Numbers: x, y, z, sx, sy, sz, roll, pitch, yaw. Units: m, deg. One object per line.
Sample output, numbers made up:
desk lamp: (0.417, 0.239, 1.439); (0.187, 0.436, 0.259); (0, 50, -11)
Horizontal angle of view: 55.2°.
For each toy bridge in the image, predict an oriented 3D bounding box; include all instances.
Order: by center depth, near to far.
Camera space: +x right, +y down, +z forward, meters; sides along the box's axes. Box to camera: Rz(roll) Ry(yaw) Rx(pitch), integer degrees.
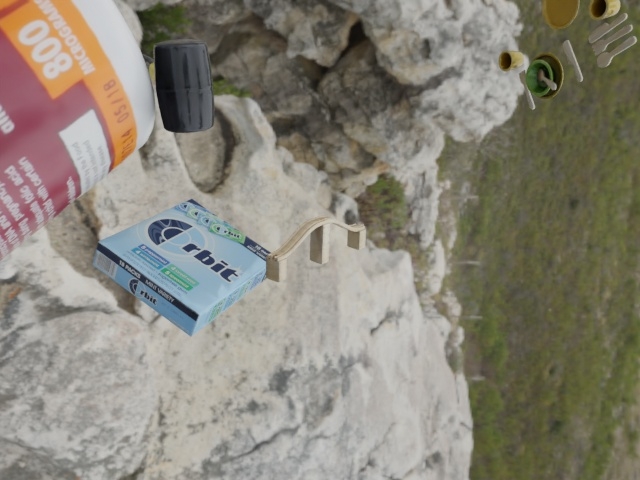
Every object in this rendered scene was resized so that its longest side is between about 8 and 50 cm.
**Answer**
toy bridge: (0.000, 0.000, 0.839); (0.188, 0.026, 0.063); (-20, 119, -45)

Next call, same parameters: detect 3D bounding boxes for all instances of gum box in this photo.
gum box: (-0.167, 0.026, 0.793); (0.184, 0.157, 0.041); (-39, 159, -56)

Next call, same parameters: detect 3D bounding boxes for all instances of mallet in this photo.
mallet: (-0.127, -0.141, 0.478); (0.039, 0.189, 0.062); (-12, 124, -25)

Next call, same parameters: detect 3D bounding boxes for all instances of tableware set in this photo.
tableware set: (0.236, -0.205, 0.614); (0.024, 0.154, 0.104); (-13, 82, -23)

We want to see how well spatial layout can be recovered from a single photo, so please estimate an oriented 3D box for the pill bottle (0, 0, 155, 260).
pill bottle: (-0.314, -0.035, 0.363); (0.392, 0.224, 0.224); (-48, 127, -26)
